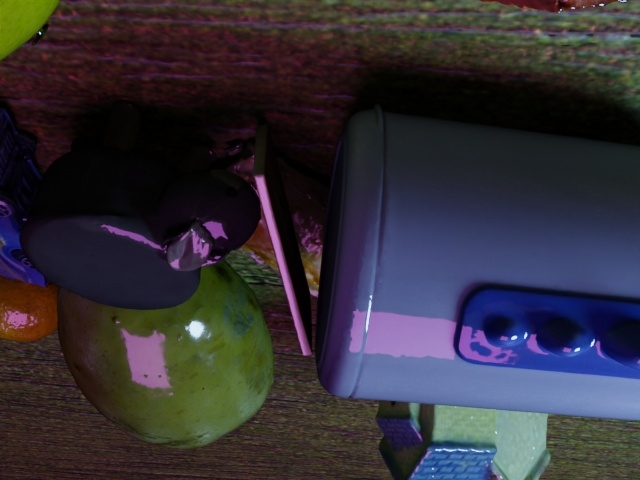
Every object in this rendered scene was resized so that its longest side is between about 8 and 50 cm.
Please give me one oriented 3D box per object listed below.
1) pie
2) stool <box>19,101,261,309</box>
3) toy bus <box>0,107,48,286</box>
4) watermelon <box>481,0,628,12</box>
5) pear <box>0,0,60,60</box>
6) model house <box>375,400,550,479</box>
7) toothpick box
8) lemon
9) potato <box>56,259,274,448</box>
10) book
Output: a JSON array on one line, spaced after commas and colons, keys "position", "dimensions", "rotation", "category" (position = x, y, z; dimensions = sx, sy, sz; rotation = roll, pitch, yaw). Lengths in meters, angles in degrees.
[{"position": [0.000, 0.000, 0.958], "dimensions": [0.282, 0.068, 0.128], "rotation": [33, 134, -27], "category": "pie"}, {"position": [-0.150, -0.025, 0.856], "dimensions": [0.228, 0.139, 0.153], "rotation": [3, 149, 14], "category": "stool"}, {"position": [-0.312, -0.037, 0.938], "dimensions": [0.094, 0.079, 0.236], "rotation": [5, 151, 5], "category": "toy bus"}, {"position": [0.137, -0.206, 0.545], "dimensions": [0.193, 0.137, 0.145], "rotation": [0, 116, 10], "category": "watermelon"}, {"position": [-0.284, -0.218, 0.513], "dimensions": [0.286, 0.176, 0.282], "rotation": [9, 149, -8], "category": "pear"}, {"position": [0.144, 0.215, 1.135], "dimensions": [0.214, 0.189, 0.195], "rotation": [6, 166, -31], "category": "model house"}, {"position": [0.182, 0.032, 0.792], "dimensions": [0.354, 0.263, 0.263], "rotation": [6, 151, -3], "category": "toothpick box"}, {"position": [-0.332, 0.059, 1.085], "dimensions": [0.133, 0.109, 0.109], "rotation": [22, 148, -15], "category": "lemon"}, {"position": [-0.164, 0.110, 1.050], "dimensions": [0.215, 0.216, 0.304], "rotation": [1, 154, 9], "category": "potato"}, {"position": [-0.031, -0.002, 0.837], "dimensions": [0.012, 0.118, 0.172], "rotation": [-12, 115, 4], "category": "book"}]
